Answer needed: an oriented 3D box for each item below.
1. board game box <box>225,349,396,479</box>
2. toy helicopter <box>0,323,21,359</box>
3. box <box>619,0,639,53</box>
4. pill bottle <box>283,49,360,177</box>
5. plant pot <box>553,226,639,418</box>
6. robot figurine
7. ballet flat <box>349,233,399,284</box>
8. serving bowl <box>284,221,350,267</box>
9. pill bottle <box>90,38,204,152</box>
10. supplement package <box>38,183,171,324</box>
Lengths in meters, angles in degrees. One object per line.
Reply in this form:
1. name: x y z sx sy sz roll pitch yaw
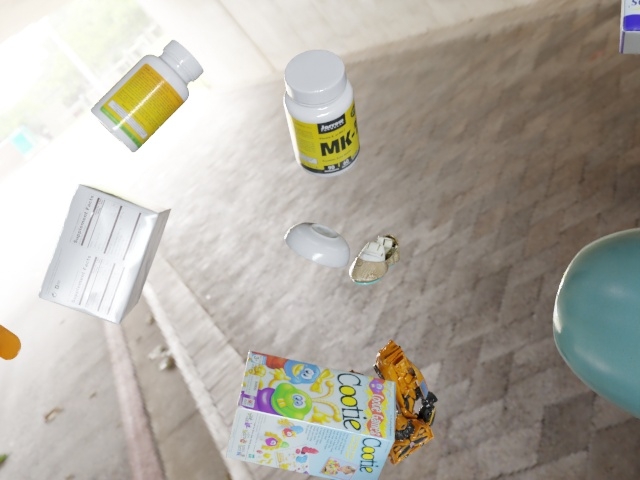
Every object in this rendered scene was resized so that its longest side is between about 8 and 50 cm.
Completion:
1. board game box: -0.016 0.321 1.594 0.142 0.275 0.144 -82 6 -52
2. toy helicopter: -0.619 0.081 1.432 0.140 0.235 0.355 -34 60 9
3. box: 0.401 -0.304 1.063 0.072 0.137 0.126 2 0 18
4. pill bottle: 0.002 -0.215 1.504 0.119 0.208 0.119 -4 55 6
5. plant pot: 0.466 0.111 1.211 0.235 0.293 0.293 16 55 42
6. robot figurine: 0.144 0.350 1.822 0.211 0.291 0.085 -34 37 -10
7. ballet flat: 0.105 0.029 1.709 0.073 0.067 0.206 10 15 15
8. serving bowl: 0.000 0.000 1.066 0.083 0.083 0.027 -88 19 -69
9. pill bottle: -0.379 -0.325 1.965 0.246 0.136 0.136 -47 16 -6
10. supplement package: -0.377 0.014 1.583 0.262 0.145 0.204 -144 73 -83
